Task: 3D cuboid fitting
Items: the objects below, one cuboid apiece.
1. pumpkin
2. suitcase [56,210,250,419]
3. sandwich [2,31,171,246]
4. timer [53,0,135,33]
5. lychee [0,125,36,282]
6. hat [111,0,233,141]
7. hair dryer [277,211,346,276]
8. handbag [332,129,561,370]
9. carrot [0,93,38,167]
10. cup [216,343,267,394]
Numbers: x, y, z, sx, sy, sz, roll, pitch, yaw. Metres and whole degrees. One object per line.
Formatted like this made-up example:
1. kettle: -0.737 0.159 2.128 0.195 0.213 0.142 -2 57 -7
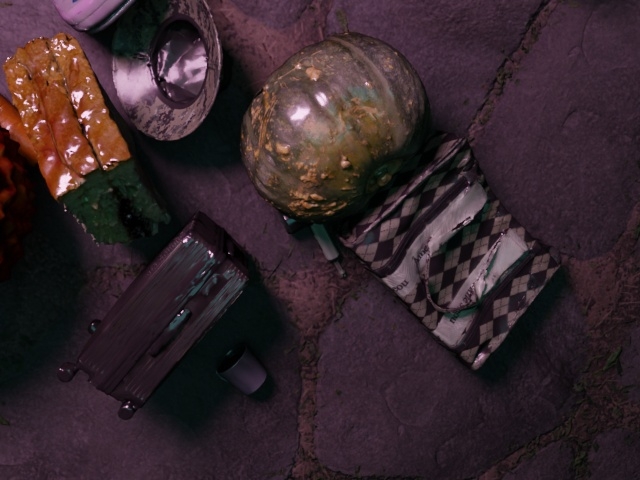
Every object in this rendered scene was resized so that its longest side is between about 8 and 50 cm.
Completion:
1. pumpkin: 0.019 -0.188 0.972 0.327 0.291 0.257 -39 75 -13
2. suitcase: -0.284 0.117 1.022 0.152 0.229 0.335 40 95 -16
3. sandwich: -0.362 -0.131 0.927 0.131 0.325 0.262 -26 71 -12
4. timer: -0.340 -0.431 0.916 0.208 0.191 0.069 -46 134 3
5. lychee: -0.683 -0.032 0.834 0.499 0.424 0.425 -32 106 0
6. hat: -0.231 -0.304 0.977 0.265 0.128 0.266 4 98 31
7. hair dryer: 0.000 0.000 1.138 0.100 0.057 0.198 -30 111 0
8. handbag: 0.270 0.017 1.123 0.317 0.180 0.416 -44 113 0
9. carrot: -0.564 -0.211 0.979 0.193 0.087 0.087 39 94 -13
10. cup: -0.168 0.271 1.164 0.100 0.078 0.077 -25 114 33
